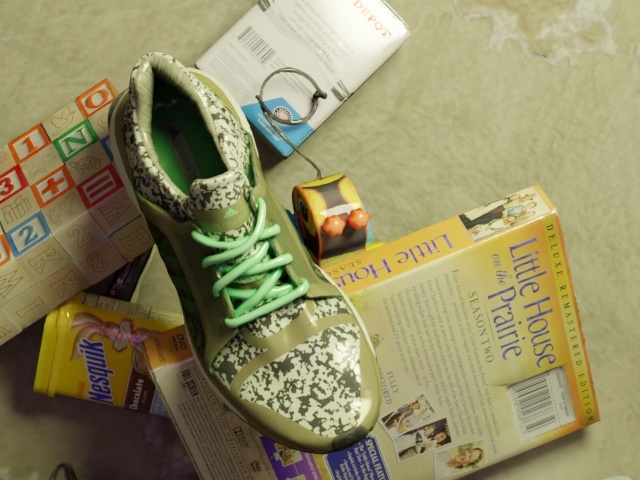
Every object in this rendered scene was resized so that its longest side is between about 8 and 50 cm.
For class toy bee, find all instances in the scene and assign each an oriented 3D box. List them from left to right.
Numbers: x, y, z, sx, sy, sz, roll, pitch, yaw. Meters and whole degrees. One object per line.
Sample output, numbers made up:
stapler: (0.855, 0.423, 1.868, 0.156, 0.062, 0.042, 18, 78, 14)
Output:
toy bee: (0.000, 0.000, 1.462, 0.195, 0.162, 0.298, -36, 114, -4)

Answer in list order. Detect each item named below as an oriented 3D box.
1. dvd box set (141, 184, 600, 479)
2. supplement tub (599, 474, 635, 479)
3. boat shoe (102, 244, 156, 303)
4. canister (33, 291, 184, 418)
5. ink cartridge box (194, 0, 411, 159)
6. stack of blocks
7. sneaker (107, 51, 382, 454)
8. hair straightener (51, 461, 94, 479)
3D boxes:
dvd box set: (0.064, 0.144, 1.473, 0.420, 0.062, 0.307, -22, 129, -3)
supplement tub: (0.328, 0.357, 1.538, 0.117, 0.117, 0.190, -30, 91, -3)
boat shoe: (-0.204, 0.025, 1.552, 0.042, 0.049, 0.133, 22, 92, -10)
canister: (-0.206, 0.120, 1.520, 0.170, 0.073, 0.126, 13, 124, -5)
ink cartridge box: (-0.019, -0.201, 1.549, 0.191, 0.082, 0.139, -44, 92, -3)
stack of blocks: (-0.296, -0.017, 1.483, 0.297, 0.171, 0.087, -34, 135, -2)
sneaker: (-0.082, 0.005, 1.281, 0.158, 0.182, 0.410, -31, 77, -4)
hair straightener: (-0.197, 0.271, 1.492, 0.230, 0.089, 0.047, 19, 78, 33)
